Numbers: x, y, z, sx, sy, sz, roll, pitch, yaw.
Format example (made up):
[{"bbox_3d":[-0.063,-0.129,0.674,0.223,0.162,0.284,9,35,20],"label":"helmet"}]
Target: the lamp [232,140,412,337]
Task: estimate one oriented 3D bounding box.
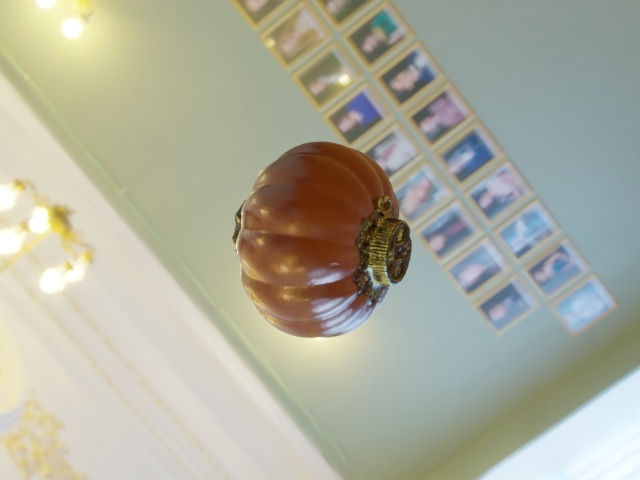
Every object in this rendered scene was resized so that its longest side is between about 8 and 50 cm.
[{"bbox_3d":[0.000,0.000,1.307,0.196,0.223,0.223,9,168,27],"label":"lamp"}]
